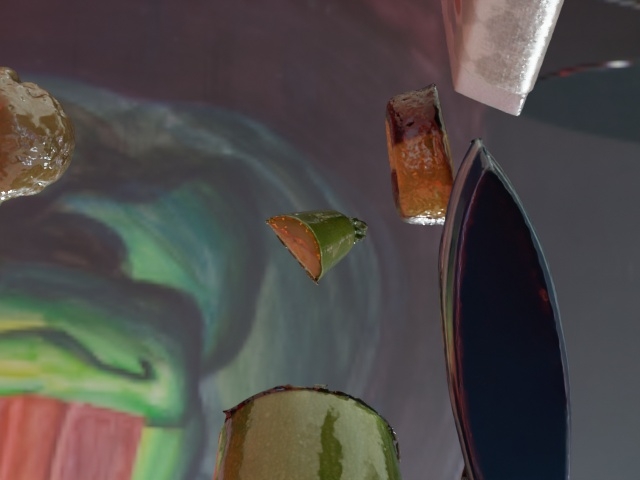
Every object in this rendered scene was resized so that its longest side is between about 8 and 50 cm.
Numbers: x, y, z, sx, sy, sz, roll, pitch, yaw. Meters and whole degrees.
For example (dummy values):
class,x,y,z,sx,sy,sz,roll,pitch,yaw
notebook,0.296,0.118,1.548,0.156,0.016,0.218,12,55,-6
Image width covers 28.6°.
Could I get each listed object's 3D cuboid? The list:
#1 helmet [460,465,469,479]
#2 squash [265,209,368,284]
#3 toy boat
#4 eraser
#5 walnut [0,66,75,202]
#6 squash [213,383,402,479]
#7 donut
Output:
class,x,y,z,sx,sy,sz,roll,pitch,yaw
helmet,0.217,0.409,1.488,0.160,0.278,0.230,11,162,7
squash,-0.002,0.003,1.458,0.090,0.075,0.200,31,-165,17
toy boat,0.140,0.070,0.960,0.096,0.299,0.062,-8,-177,5
eraser,0.180,-0.297,1.267,0.082,0.213,0.397,-6,162,-2
walnut,-0.331,-0.104,1.287,0.167,0.149,0.166,8,-177,0
squash,-0.017,0.391,1.575,0.263,0.263,0.384,2,-143,0
donut,0.124,-0.102,1.571,0.073,0.184,0.166,-7,166,1
